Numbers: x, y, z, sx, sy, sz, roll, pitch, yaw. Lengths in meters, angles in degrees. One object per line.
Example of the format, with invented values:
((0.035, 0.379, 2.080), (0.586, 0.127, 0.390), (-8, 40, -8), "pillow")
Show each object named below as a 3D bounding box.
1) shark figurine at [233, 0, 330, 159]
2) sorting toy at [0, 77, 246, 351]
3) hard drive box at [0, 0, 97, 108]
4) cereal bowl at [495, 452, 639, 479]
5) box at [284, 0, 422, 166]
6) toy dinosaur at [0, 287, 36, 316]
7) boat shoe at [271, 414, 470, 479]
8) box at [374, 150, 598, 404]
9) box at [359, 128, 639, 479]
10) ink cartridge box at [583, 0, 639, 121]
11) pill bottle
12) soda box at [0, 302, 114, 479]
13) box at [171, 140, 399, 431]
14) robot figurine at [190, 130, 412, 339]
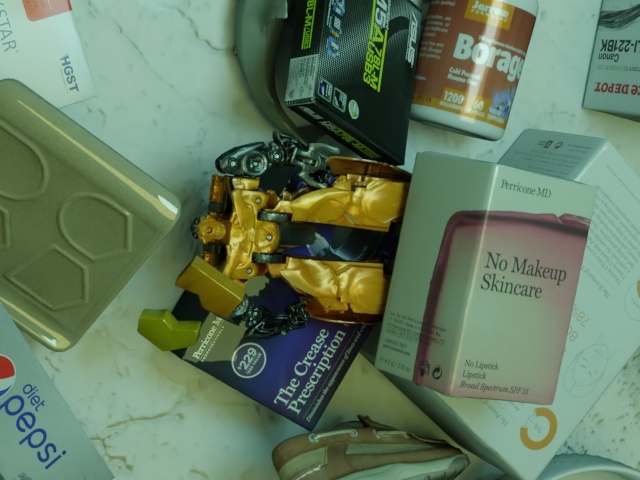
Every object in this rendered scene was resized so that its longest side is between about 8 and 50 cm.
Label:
((-0.043, -0.214, 1.496), (0.166, 0.116, 0.278), (-4, 99, -22), "shark figurine")
((-0.236, 0.006, 1.380), (0.307, 0.041, 0.229), (36, 121, -10), "sorting toy")
((-0.359, -0.193, 1.369), (0.232, 0.089, 0.181), (-22, 108, -20), "hard drive box")
((0.284, 0.416, 1.732), (0.339, 0.141, 0.338), (-4, 100, -23), "cereal bowl")
((0.039, -0.196, 1.494), (0.184, 0.045, 0.190), (29, 63, -49), "box")
((-0.335, 0.047, 1.441), (0.093, 0.053, 0.183), (20, 90, -24), "toy dinosaur")
((0.061, 0.247, 1.574), (0.123, 0.116, 0.324), (-43, 157, 21), "boat shoe")
((0.167, 0.038, 1.428), (0.149, 0.127, 0.232), (9, 94, -35), "box")
((0.243, 0.070, 1.640), (0.215, 0.168, 0.345), (45, 79, -24), "box")
((0.427, -0.269, 1.647), (0.114, 0.197, 0.272), (7, 95, -23), "ink cartridge box")
((0.174, -0.229, 1.583), (0.121, 0.121, 0.216), (14, 93, -25), "pill bottle")
((-0.321, 0.158, 1.404), (0.098, 0.091, 0.286), (-41, 127, -21), "soda box")
((-0.030, 0.049, 1.553), (0.184, 0.103, 0.261), (32, 85, -23), "box")
((0.000, 0.000, 1.456), (0.291, 0.085, 0.211), (6, 95, -24), "robot figurine")
